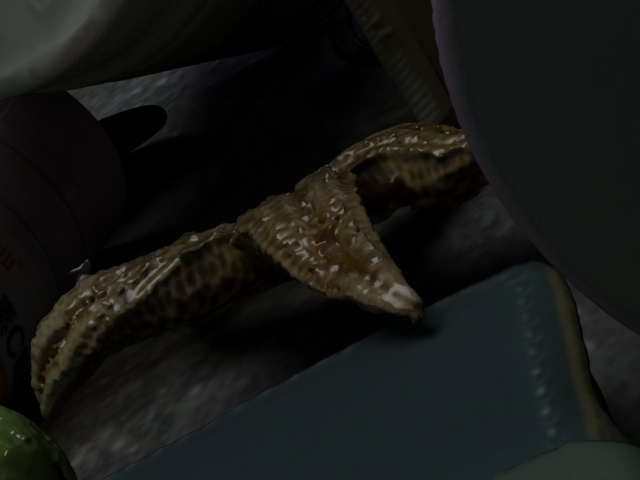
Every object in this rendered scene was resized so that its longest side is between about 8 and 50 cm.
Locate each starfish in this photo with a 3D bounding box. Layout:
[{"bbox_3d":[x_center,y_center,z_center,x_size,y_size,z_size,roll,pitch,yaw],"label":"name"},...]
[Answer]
[{"bbox_3d":[0.000,0.000,0.674,0.236,0.062,0.277,-26,2,-20],"label":"starfish"}]

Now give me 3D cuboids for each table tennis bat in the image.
[{"bbox_3d":[-0.175,-0.078,0.975,0.170,0.119,0.107,-29,-4,38],"label":"table tennis bat"}]

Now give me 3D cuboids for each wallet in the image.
[{"bbox_3d":[-0.007,0.144,0.441,0.252,0.083,0.360,-32,23,12],"label":"wallet"}]

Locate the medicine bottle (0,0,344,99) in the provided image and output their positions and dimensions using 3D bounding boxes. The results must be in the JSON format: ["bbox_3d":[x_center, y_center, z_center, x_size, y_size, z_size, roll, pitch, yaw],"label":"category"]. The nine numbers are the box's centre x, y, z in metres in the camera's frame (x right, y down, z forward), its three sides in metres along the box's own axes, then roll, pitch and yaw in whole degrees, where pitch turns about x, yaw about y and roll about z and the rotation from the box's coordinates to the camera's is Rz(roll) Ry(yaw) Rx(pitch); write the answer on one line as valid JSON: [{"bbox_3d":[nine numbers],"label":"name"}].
[{"bbox_3d":[-0.102,-0.171,0.839,0.190,0.190,0.332,-26,1,21],"label":"medicine bottle"}]

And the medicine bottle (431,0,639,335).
[{"bbox_3d":[0.168,-0.118,0.473,0.252,0.252,0.241,-22,30,28],"label":"medicine bottle"}]

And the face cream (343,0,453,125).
[{"bbox_3d":[0.104,-0.192,0.653,0.084,0.137,0.341,-13,-24,-45],"label":"face cream"}]

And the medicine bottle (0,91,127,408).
[{"bbox_3d":[-0.194,0.036,0.809,0.133,0.133,0.250,-18,29,34],"label":"medicine bottle"}]

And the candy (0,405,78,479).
[{"bbox_3d":[-0.213,0.196,0.639,0.335,0.092,0.093,-49,37,-8],"label":"candy"}]
